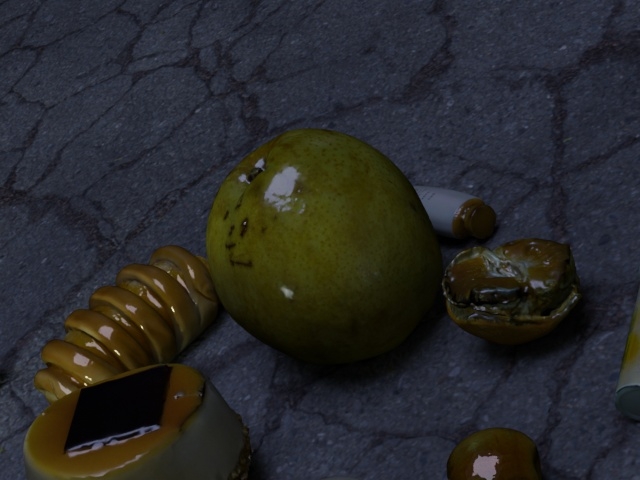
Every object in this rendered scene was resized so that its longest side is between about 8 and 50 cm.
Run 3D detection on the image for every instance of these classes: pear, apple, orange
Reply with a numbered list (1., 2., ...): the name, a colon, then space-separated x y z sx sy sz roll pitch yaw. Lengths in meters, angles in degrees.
1. pear: 0.000 0.000 2.047 0.304 0.304 0.304 -22 33 15
2. apple: 0.190 0.256 1.704 0.102 0.099 0.114 -22 29 10
3. orange: 0.233 0.067 1.920 0.170 0.112 0.160 19 42 24

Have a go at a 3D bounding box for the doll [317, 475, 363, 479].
1. doll: -0.050 0.367 1.648 0.370 0.226 0.215 -12 74 21

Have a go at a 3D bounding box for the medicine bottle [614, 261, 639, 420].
1. medicine bottle: 0.379 0.102 1.786 0.074 0.074 0.218 -9 40 32

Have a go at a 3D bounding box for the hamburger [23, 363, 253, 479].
1. hamburger: -0.226 0.280 1.946 0.294 0.179 0.276 -17 24 5

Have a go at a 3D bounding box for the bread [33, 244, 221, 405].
1. bread: -0.274 0.122 2.268 0.311 0.121 0.173 -45 33 -23

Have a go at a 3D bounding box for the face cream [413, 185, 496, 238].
1. face cream: 0.165 -0.040 2.184 0.072 0.051 0.182 -44 32 -22
